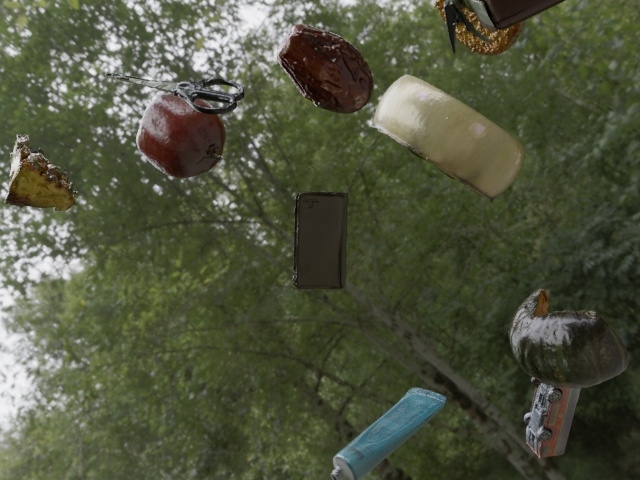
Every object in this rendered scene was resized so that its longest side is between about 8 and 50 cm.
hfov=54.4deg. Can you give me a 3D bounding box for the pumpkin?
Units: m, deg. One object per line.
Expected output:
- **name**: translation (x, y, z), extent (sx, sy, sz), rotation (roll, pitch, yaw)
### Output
- **pumpkin**: translation (0.339, 0.152, 0.905), extent (0.108, 0.119, 0.183), rotation (-28, 16, -13)

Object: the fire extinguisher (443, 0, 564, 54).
- **fire extinguisher**: translation (0.243, -0.290, 0.654), extent (0.269, 0.104, 0.105), rotation (-20, 1, 31)

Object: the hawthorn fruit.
- **hawthorn fruit**: translation (-0.336, -0.256, 1.569), extent (0.215, 0.250, 0.215), rotation (-50, -21, -27)

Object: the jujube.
- **jujube**: translation (0.016, -0.476, 1.750), extent (0.197, 0.290, 0.197), rotation (-48, 22, 26)

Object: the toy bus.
- **toy bus**: translation (0.441, 0.318, 1.186), extent (0.065, 0.077, 0.192), rotation (-126, 39, -66)

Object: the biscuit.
- **biscuit**: translation (0.330, -0.509, 1.317), extent (0.035, 0.254, 0.254), rotation (-36, -20, -19)

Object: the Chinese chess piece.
- **Chinese chess piece**: translation (0.210, -0.168, 1.030), extent (0.104, 0.257, 0.257), rotation (-58, -17, 11)

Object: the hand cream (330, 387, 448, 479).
- **hand cream**: translation (0.100, 0.296, 0.957), extent (0.224, 0.048, 0.083), rotation (-29, 18, -33)

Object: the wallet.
- **wallet**: translation (0.000, 0.000, 1.258), extent (0.031, 0.110, 0.198), rotation (-151, 63, -78)

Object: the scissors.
- **scissors**: translation (-0.302, -0.311, 1.260), extent (0.022, 0.300, 0.109), rotation (92, -164, -47)

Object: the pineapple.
- **pineapple**: translation (-0.364, -0.085, 0.780), extent (0.077, 0.114, 0.114), rotation (-35, -28, 0)
